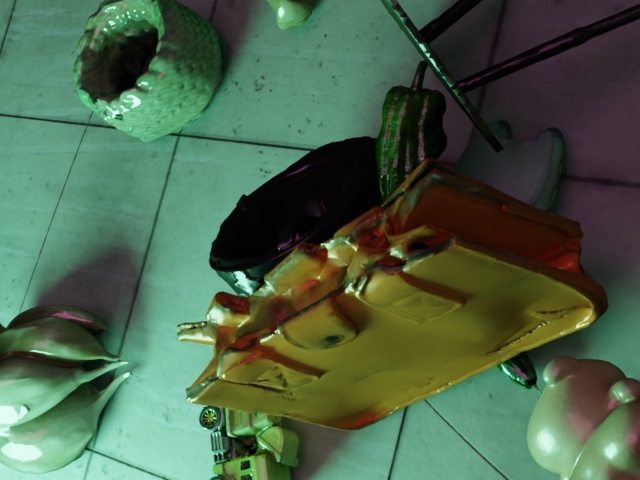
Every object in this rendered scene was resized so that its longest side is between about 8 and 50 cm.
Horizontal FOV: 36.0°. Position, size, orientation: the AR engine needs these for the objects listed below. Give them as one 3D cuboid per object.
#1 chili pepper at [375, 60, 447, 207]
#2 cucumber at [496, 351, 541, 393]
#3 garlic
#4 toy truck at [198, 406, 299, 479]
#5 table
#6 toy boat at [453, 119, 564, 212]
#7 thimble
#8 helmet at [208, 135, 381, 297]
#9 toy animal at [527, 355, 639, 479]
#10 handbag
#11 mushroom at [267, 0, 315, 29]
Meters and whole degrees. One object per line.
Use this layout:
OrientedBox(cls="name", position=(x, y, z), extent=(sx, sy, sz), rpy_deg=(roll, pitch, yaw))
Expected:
OrientedBox(cls="chili pepper", position=(0.104, -0.073, 1.131), extent=(0.074, 0.100, 0.257), rpy_deg=(20, 117, 36))
OrientedBox(cls="cucumber", position=(0.209, 0.119, 1.160), extent=(0.039, 0.039, 0.168), rpy_deg=(-41, 56, 17))
OrientedBox(cls="garlic", position=(-0.425, 0.219, 1.502), extent=(0.291, 0.210, 0.237), rpy_deg=(8, 47, 39))
OrientedBox(cls="toy truck", position=(-0.088, 0.253, 1.288), extent=(0.116, 0.085, 0.191), rpy_deg=(-19, 65, 22))
OrientedBox(cls="table", position=(0.208, -0.311, 1.158), extent=(0.249, 0.317, 0.317), rpy_deg=(-36, 60, 10))
OrientedBox(cls="toy boat", position=(0.218, -0.046, 1.189), extent=(0.134, 0.079, 0.208), rpy_deg=(14, 74, 37))
OrientedBox(cls="thimble", position=(-0.261, -0.265, 1.503), extent=(0.219, 0.150, 0.219), rpy_deg=(-10, 71, 30))
OrientedBox(cls="helmet", position=(0.000, 0.000, 1.245), extent=(0.230, 0.160, 0.279), rpy_deg=(-9, 29, 44))
OrientedBox(cls="toy animal", position=(0.303, 0.221, 0.992), extent=(0.171, 0.171, 0.197), rpy_deg=(-56, 42, 7))
OrientedBox(cls="handbag", position=(0.073, 0.083, 1.062), extent=(0.410, 0.303, 0.116), rpy_deg=(-34, 55, 37))
OrientedBox(cls="mushroom", position=(-0.066, -0.413, 1.460), extent=(0.081, 0.092, 0.223), rpy_deg=(115, 147, -59))
